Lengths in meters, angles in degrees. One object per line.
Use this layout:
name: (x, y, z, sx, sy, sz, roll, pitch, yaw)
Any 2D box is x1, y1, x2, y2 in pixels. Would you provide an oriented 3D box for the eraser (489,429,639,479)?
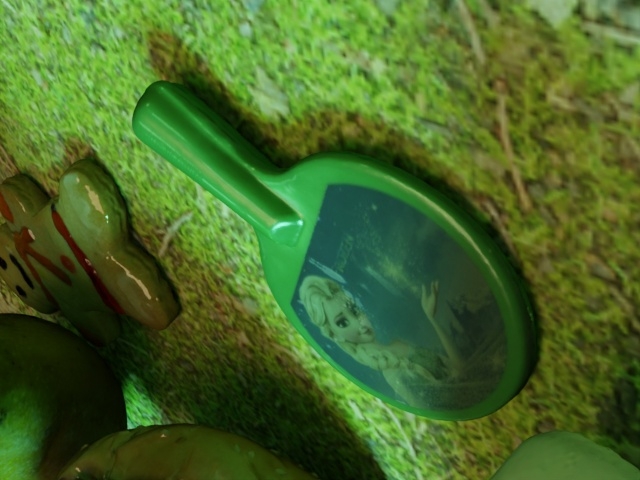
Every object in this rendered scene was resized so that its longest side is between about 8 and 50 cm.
eraser: (0.136, 0.258, 0.465, 0.331, 0.150, 0.331, 40, 161, 16)

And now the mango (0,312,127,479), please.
mango: (-0.250, 0.140, 0.790, 0.176, 0.176, 0.329, 13, 151, 5)

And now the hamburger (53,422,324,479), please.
hamburger: (-0.070, 0.222, 0.688, 0.286, 0.146, 0.243, 5, 137, 26)

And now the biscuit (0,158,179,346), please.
biscuit: (-0.196, 0.018, 0.783, 0.234, 0.030, 0.153, -5, 116, 50)

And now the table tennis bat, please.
table tennis bat: (0.000, 0.000, 0.537, 0.257, 0.039, 0.160, 39, 142, 13)
